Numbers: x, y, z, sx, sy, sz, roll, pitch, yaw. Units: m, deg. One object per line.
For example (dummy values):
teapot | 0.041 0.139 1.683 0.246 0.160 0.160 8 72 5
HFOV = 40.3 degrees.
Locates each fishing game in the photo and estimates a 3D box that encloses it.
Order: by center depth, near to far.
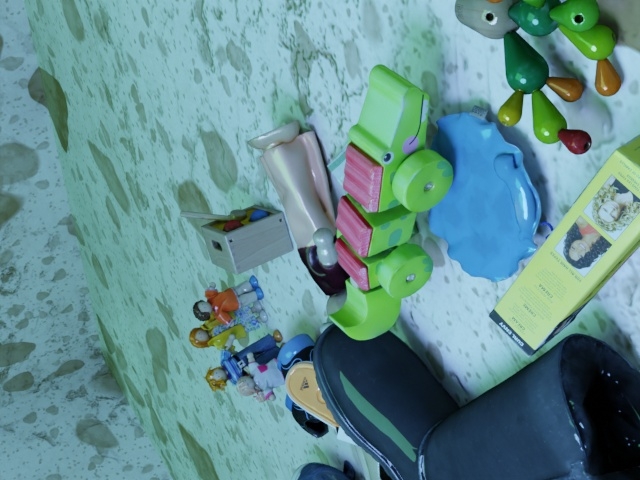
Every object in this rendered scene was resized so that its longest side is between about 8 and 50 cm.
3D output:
fishing game | 0.169 -0.049 0.922 0.264 0.041 0.189 42 141 43

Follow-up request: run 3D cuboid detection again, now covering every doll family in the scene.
doll family | -0.155 0.206 1.656 0.263 0.163 0.118 57 154 20

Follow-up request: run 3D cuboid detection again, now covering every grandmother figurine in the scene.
grandmother figurine | 0.000 0.000 1.251 0.208 0.104 0.343 -90 -23 -81

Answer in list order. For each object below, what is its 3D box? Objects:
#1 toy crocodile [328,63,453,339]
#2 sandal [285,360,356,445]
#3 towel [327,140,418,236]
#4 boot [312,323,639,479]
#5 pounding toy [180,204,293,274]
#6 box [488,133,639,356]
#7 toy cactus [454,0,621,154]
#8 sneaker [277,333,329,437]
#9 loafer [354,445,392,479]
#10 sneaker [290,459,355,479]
toy crocodile | 0.064 -0.032 0.974 0.115 0.105 0.341 48 147 38
sandal | 0.041 0.247 1.271 0.265 0.076 0.102 16 88 32
towel | 0.066 -0.057 1.142 0.152 0.023 0.113 62 156 9
boot | 0.173 0.195 0.988 0.367 0.146 0.445 52 158 7
pounding toy | -0.144 -0.016 1.477 0.141 0.130 0.100 18 127 59
box | 0.232 0.003 0.741 0.058 0.087 0.232 46 141 19
toy cactus | 0.167 -0.187 0.747 0.180 0.112 0.219 39 154 63
sneaker | -0.018 0.259 1.535 0.090 0.081 0.232 45 155 34
loafer | 0.124 0.376 1.313 0.269 0.101 0.092 65 162 4
sneaker | 0.041 0.564 1.626 0.236 0.130 0.323 5 116 67
